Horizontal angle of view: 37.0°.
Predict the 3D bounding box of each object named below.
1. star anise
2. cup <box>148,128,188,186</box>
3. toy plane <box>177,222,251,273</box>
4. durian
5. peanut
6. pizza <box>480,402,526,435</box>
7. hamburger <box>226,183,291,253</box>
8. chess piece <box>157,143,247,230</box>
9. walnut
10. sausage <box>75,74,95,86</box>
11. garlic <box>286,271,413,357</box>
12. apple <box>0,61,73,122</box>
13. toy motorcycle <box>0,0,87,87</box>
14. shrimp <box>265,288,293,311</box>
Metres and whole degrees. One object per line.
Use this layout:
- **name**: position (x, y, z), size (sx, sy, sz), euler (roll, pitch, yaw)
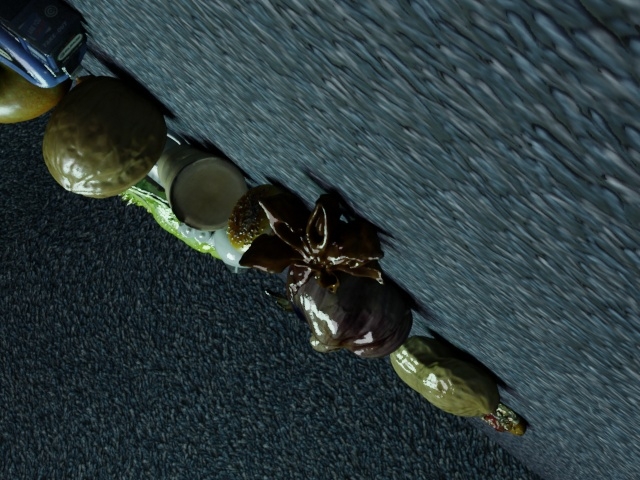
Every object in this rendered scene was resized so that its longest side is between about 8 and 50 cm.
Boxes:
- **star anise**: position (-0.006, 0.003, 1.288), size (0.196, 0.111, 0.212), euler (8, 159, -15)
- **cup**: position (-0.317, -0.168, 1.953), size (0.133, 0.099, 0.136), euler (40, 175, -7)
- **toy plane**: position (-0.148, -0.010, 1.870), size (0.266, 0.123, 0.267), euler (9, -166, -2)
- **durian**: position (-0.286, -0.076, 2.048), size (0.352, 0.158, 0.169), euler (36, -174, 3)
- **peanut**: position (0.240, 0.262, 1.815), size (0.197, 0.110, 0.233), euler (43, 174, -36)
- **pizza**: position (0.376, 0.382, 2.153), size (0.193, 0.053, 0.201), euler (37, 174, 18)
- **hamburger**: position (-0.092, -0.030, 1.534), size (0.081, 0.126, 0.141), euler (31, -174, -44)
- **chess piece**: position (-0.239, -0.118, 1.786), size (0.143, 0.143, 0.261), euler (42, 180, -28)
- **walnut**: position (-0.389, -0.180, 1.711), size (0.228, 0.228, 0.228), euler (38, 174, 5)
- **sausage**: position (-0.485, -0.310, 2.097), size (0.065, 0.065, 0.169), euler (36, 173, 22)
- **garlic**: position (0.042, 0.126, 1.668), size (0.245, 0.160, 0.245), euler (32, 170, 6)
- **apple**: position (-0.561, -0.327, 1.717), size (0.237, 0.237, 0.207), euler (40, -164, -10)
- **toy motorcycle**: position (-0.517, -0.381, 1.502), size (0.358, 0.125, 0.212), euler (35, 165, 8)
- **shrimp**: position (-0.045, 0.049, 1.743), size (0.051, 0.150, 0.217), euler (23, 160, 36)
